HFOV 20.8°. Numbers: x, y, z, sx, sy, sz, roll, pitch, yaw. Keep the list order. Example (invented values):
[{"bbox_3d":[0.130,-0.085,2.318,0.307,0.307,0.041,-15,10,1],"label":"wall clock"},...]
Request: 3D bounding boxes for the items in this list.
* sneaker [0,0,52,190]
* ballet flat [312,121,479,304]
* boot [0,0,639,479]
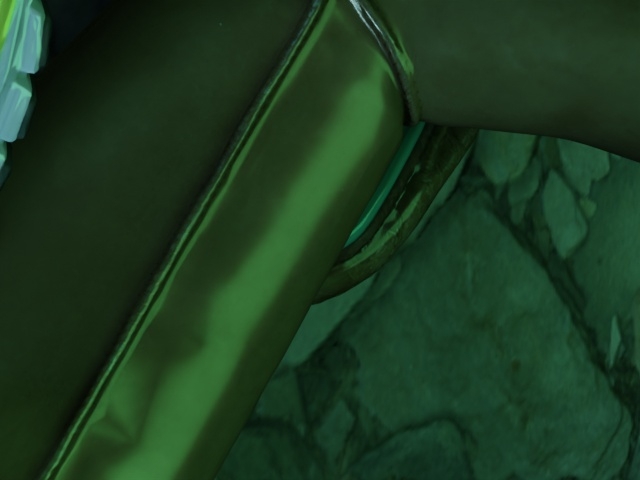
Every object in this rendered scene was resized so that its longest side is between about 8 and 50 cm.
[{"bbox_3d":[-0.150,-0.023,0.459,0.094,0.081,0.208,26,111,-36],"label":"sneaker"},{"bbox_3d":[0.056,-0.116,0.719,0.342,0.116,0.124,-62,174,-14],"label":"ballet flat"},{"bbox_3d":[0.000,0.000,0.582,0.269,0.236,0.089,-58,172,-13],"label":"boot"}]
